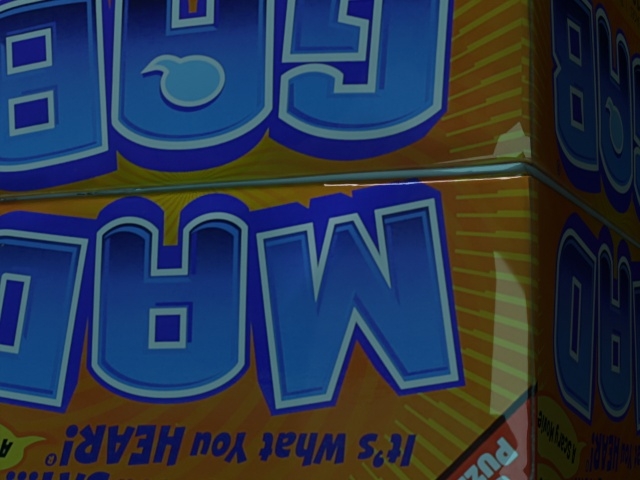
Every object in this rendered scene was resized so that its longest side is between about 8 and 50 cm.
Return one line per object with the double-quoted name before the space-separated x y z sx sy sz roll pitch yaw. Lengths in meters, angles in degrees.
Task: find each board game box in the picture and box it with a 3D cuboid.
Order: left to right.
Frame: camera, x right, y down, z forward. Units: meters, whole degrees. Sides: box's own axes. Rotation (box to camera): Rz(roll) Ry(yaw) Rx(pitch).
"board game box" 0.000 0.000 0.957 0.357 0.356 0.356 -3 81 22
